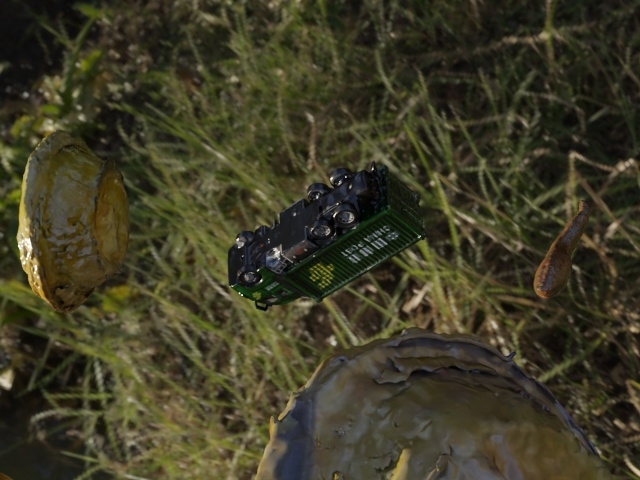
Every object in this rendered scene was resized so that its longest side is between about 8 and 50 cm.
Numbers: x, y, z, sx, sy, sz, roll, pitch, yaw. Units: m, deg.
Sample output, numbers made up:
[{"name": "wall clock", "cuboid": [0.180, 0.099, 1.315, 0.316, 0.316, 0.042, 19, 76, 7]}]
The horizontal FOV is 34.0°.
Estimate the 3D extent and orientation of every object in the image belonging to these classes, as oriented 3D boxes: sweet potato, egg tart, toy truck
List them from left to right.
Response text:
[{"name": "egg tart", "cuboid": [-0.241, -0.018, 1.052, 0.074, 0.191, 0.191, 1, 68, 8]}, {"name": "toy truck", "cuboid": [0.000, 0.000, 1.383, 0.259, 0.121, 0.088, -32, 42, 28]}, {"name": "egg tart", "cuboid": [0.108, 0.223, 0.732, 0.150, 0.352, 0.351, -29, 51, 55]}, {"name": "sweet potato", "cuboid": [0.378, 0.018, 1.627, 0.050, 0.050, 0.214, 0, 39, 35]}]

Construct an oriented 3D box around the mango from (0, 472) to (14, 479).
[{"name": "mango", "cuboid": [-0.203, 0.186, 0.674, 0.046, 0.060, 0.089, -45, 62, -5]}]
